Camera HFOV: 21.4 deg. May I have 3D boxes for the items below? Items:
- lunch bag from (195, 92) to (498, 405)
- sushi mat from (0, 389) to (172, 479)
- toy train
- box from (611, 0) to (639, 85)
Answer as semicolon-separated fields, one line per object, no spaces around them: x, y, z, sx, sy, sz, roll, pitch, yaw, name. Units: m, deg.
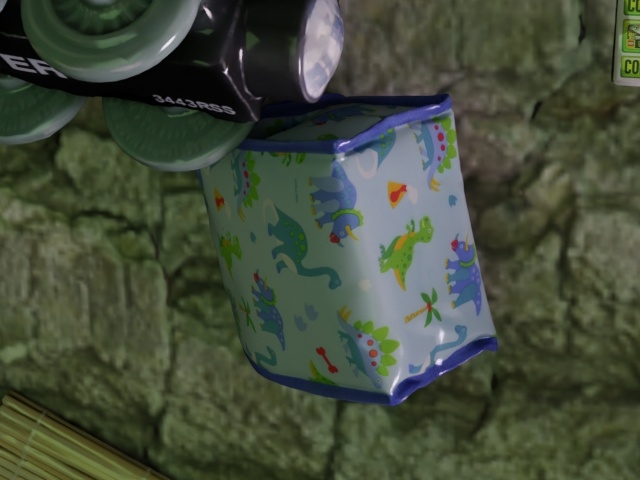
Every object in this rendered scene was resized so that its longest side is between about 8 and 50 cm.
0.000;0.000;0.805;0.151;0.096;0.129;2;109;48;lunch bag
-0.068;0.215;0.931;0.316;0.019;0.151;27;113;8;sushi mat
-0.136;-0.149;0.766;0.334;0.142;0.190;11;73;19;toy train
0.182;-0.094;0.656;0.114;0.207;0.036;5;108;15;box
